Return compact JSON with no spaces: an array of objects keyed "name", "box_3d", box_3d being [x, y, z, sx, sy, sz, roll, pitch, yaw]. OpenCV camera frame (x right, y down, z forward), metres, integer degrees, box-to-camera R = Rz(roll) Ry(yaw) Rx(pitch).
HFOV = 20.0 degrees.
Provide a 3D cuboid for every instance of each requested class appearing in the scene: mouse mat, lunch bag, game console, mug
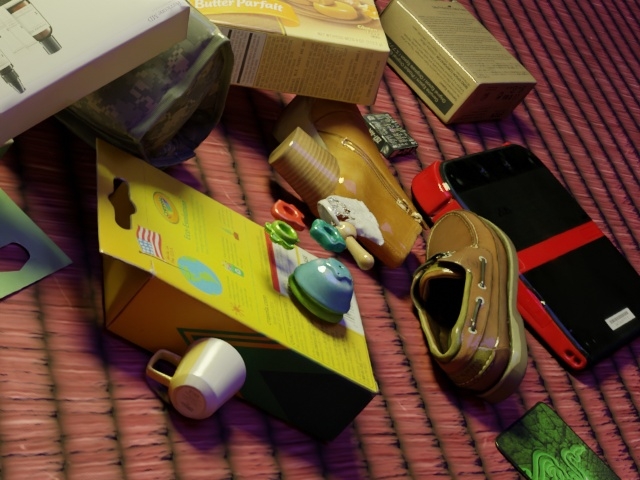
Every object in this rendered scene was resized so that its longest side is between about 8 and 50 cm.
[{"name":"mouse mat","box_3d":[0.278,0.258,2.071,0.152,0.007,0.189,46,25,10]},{"name":"lunch bag","box_3d":[-0.219,-0.193,1.883,0.235,0.169,0.287,40,-6,6]},{"name":"game console","box_3d":[0.301,0.016,2.479,0.342,0.060,0.386,51,26,10]},{"name":"mug","box_3d":[-0.114,0.131,1.651,0.064,0.078,0.062,-55,133,-58]}]

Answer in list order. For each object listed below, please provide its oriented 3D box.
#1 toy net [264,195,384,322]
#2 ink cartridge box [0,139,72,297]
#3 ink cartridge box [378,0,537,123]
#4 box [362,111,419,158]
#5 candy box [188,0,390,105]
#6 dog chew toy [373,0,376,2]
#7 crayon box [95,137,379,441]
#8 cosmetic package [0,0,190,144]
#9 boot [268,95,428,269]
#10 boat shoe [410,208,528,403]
[{"name":"toy net","box_3d":[0.000,0.000,1.855,0.122,0.045,0.232,37,21,-3]},{"name":"ink cartridge box","box_3d":[-0.331,-0.059,1.641,0.235,0.056,0.171,42,23,7]},{"name":"ink cartridge box","box_3d":[0.201,-0.275,2.773,0.193,0.088,0.234,47,25,17]},{"name":"box","box_3d":[0.091,-0.143,2.464,0.067,0.018,0.083,47,24,13]},{"name":"candy box","box_3d":[-0.089,-0.263,2.177,0.316,0.088,0.183,7,34,-14]},{"name":"dog chew toy","box_3d":[0.011,-0.424,2.620,0.206,0.206,0.332,39,16,-4]},{"name":"crayon box","box_3d":[-0.103,0.047,1.766,0.318,0.081,0.202,30,26,-25]},{"name":"cosmetic package","box_3d":[-0.243,-0.179,1.663,0.239,0.060,0.099,-34,74,-23]},{"name":"boot","box_3d":[0.044,-0.086,2.219,0.211,0.104,0.295,42,26,-13]},{"name":"boat shoe","box_3d":[0.165,0.052,2.123,0.104,0.111,0.307,30,26,-26]}]
